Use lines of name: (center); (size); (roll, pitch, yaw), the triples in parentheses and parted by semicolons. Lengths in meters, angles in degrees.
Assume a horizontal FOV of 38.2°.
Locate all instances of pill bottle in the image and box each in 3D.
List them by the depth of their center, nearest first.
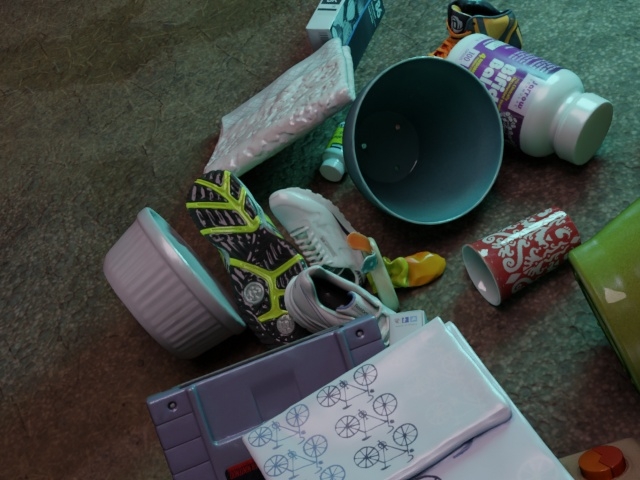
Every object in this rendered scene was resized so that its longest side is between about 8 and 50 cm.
pill bottle: (0.377, -0.257, 1.712); (0.301, 0.169, 0.169); (32, 66, 33)
pill bottle: (0.042, -0.175, 1.834); (0.065, 0.065, 0.116); (9, 55, 26)

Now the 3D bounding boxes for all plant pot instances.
plant pot: (0.557, 0.045, 1.300); (0.353, 0.366, 0.366); (-27, 46, 10)
plant pot: (0.157, -0.175, 1.685); (0.290, 0.290, 0.195); (-38, 14, -15)

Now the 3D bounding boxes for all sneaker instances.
sneaker: (0.075, 0.141, 1.460); (0.297, 0.129, 0.111); (29, 70, 3)
sneaker: (0.000, 0.000, 1.594); (0.090, 0.235, 0.095); (-22, 39, 46)
sneaker: (-0.096, 0.042, 1.646); (0.145, 0.147, 0.385); (-31, 67, 7)
sneaker: (0.250, -0.382, 1.862); (0.321, 0.180, 0.124); (-28, 47, -5)

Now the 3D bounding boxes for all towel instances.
towel: (-0.079, -0.256, 1.828); (0.332, 0.053, 0.317); (-32, 25, 17)

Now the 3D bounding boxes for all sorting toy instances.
sorting toy: (0.350, 0.351, 1.186); (0.229, 0.041, 0.307); (-15, 15, 5)

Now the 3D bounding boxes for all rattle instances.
rattle: (0.131, 0.032, 1.530); (0.142, 0.200, 0.130); (-8, 52, 10)

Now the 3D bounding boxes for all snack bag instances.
snack bag: (0.106, 0.283, 1.117); (0.323, 0.037, 0.342); (-29, 48, -7)

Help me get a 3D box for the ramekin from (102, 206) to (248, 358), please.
ramekin: (-0.257, 0.083, 1.591); (0.127, 0.273, 0.273); (-40, 48, -1)

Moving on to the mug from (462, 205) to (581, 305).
mug: (0.329, 0.008, 1.547); (0.169, 0.113, 0.150); (-27, 49, -9)

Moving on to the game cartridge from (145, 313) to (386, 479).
game cartridge: (-0.048, 0.273, 1.345); (0.355, 0.230, 0.068); (-20, 2, -14)

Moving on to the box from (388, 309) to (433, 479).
box: (0.148, 0.292, 1.278); (0.058, 0.232, 0.322); (-9, 49, 14)

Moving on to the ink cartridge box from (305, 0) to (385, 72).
ink cartridge box: (0.070, -0.511, 2.049); (0.065, 0.165, 0.333); (7, 54, 24)
